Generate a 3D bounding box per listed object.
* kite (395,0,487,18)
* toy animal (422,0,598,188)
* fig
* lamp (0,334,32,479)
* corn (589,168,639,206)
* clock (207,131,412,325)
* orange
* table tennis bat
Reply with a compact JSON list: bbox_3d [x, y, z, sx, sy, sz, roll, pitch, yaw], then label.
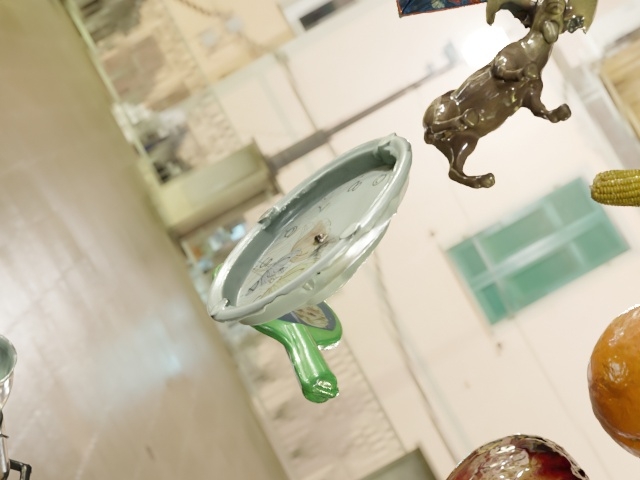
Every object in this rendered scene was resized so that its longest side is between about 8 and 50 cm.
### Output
[{"bbox_3d":[0.159,-0.338,1.617,0.321,0.234,0.016,30,36,-11],"label":"kite"},{"bbox_3d":[0.173,-0.162,1.255,0.094,0.214,0.186,45,17,-19],"label":"toy animal"},{"bbox_3d":[0.223,0.337,1.580,0.224,0.263,0.224,22,53,-33],"label":"fig"},{"bbox_3d":[-0.470,0.246,1.810,0.147,0.172,0.227,-99,-168,-56],"label":"lamp"},{"bbox_3d":[0.287,-0.048,1.237,0.037,0.092,0.037,0,90,-71],"label":"corn"},{"bbox_3d":[0.000,0.000,1.237,0.053,0.236,0.236,49,5,-19],"label":"clock"},{"bbox_3d":[0.411,0.162,1.579,0.224,0.224,0.170,60,14,-51],"label":"orange"},{"bbox_3d":[-0.035,0.094,1.534,0.160,0.039,0.257,18,23,-28],"label":"table tennis bat"}]
